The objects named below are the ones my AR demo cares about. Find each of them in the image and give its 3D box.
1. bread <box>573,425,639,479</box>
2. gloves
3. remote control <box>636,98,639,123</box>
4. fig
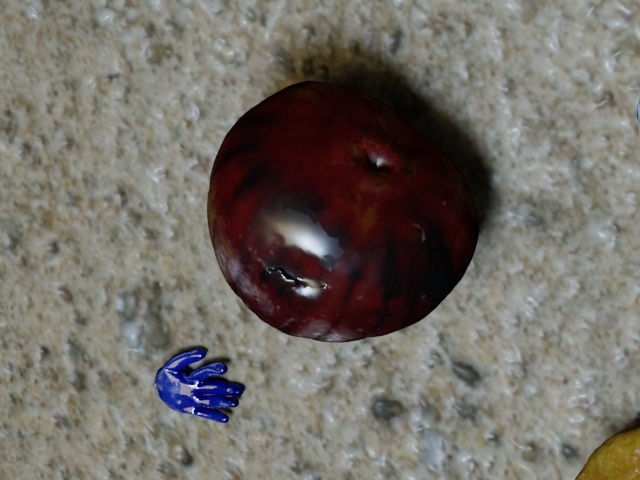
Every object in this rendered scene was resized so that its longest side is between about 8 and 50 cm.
[{"bbox_3d":[0.294,0.180,1.389,0.344,0.084,0.124,-24,75,39],"label":"bread"},{"bbox_3d":[-0.107,0.125,1.671,0.086,0.026,0.064,14,116,29],"label":"gloves"},{"bbox_3d":[0.282,-0.052,1.325,0.152,0.027,0.043,45,123,7],"label":"remote control"},{"bbox_3d":[-0.003,0.007,1.454,0.204,0.186,0.249,30,135,-3],"label":"fig"}]
